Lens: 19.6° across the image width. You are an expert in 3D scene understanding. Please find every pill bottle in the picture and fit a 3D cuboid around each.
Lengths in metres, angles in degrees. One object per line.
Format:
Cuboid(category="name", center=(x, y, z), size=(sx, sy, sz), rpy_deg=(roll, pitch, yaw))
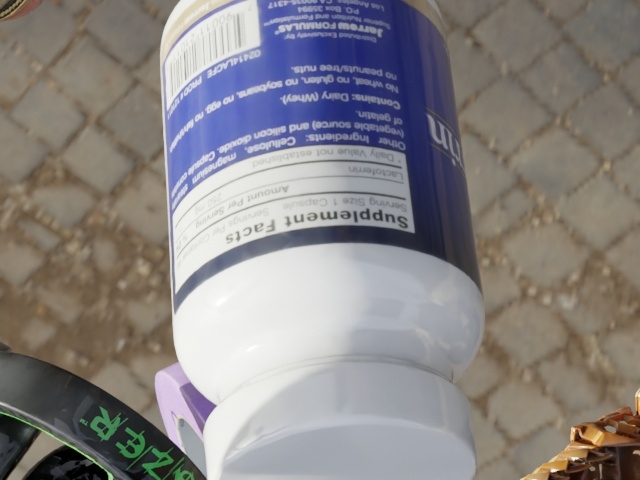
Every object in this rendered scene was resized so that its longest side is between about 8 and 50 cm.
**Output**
Cuboid(category="pill bottle", center=(0.000, 0.000, 0.913), size=(0.153, 0.264, 0.153), rpy_deg=(-4, 149, -2))

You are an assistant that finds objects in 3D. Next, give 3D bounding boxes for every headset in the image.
Cuboid(category="headset", center=(-0.244, 0.212, 1.492), size=(0.243, 0.185, 0.394), rpy_deg=(45, 151, -19))

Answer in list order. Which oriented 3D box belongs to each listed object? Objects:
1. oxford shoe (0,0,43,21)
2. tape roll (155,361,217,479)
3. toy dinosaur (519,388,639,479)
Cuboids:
Cuboid(category="oxford shoe", center=(-0.250, -0.165, 1.027), size=(0.348, 0.130, 0.123), rpy_deg=(-12, 95, 54))
Cuboid(category="tape roll", center=(-0.049, 0.223, 1.659), size=(0.090, 0.275, 0.274), rpy_deg=(-26, 120, -14))
Cuboid(category="toy dinosaur", center=(0.234, 0.126, 0.993), size=(0.218, 0.322, 0.164), rpy_deg=(13, 131, 62))
